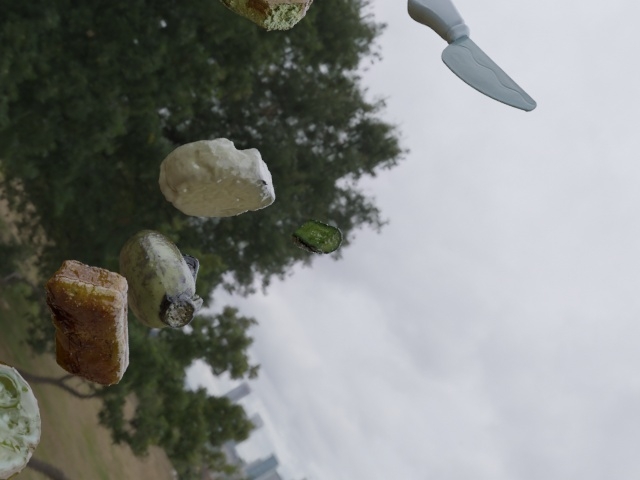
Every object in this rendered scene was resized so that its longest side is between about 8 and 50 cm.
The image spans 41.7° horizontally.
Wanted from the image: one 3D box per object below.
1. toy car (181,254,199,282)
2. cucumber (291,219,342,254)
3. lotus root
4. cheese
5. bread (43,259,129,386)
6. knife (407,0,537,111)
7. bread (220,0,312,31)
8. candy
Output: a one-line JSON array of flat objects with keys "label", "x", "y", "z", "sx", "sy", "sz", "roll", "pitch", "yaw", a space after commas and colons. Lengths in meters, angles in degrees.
[{"label": "toy car", "x": -0.352, "y": 0.104, "z": 2.154, "sx": 0.055, "sy": 0.069, "sz": 0.142, "roll": 145, "pitch": -46, "yaw": -76}, {"label": "cucumber", "x": 0.000, "y": 0.003, "z": 1.972, "sx": 0.062, "sy": 0.078, "sz": 0.211, "roll": 51, "pitch": -9, "yaw": -19}, {"label": "lotus root", "x": -0.385, "y": 0.079, "z": 1.939, "sx": 0.309, "sy": 0.173, "sz": 0.173, "roll": 51, "pitch": -15, "yaw": 47}, {"label": "cheese", "x": -0.273, "y": -0.165, "z": 2.299, "sx": 0.318, "sy": 0.326, "sz": 0.115, "roll": -37, "pitch": -125, "yaw": 53}, {"label": "bread", "x": -0.392, "y": 0.145, "z": 1.412, "sx": 0.271, "sy": 0.139, "sz": 0.077, "roll": 107, "pitch": -1, "yaw": -48}, {"label": "knife", "x": 0.224, "y": -0.300, "z": 1.327, "sx": 0.044, "sy": 0.080, "sz": 0.331, "roll": 86, "pitch": -19, "yaw": -51}, {"label": "bread", "x": -0.081, "y": -0.389, "z": 1.294, "sx": 0.140, "sy": 0.128, "sz": 0.069, "roll": 30, "pitch": -32, "yaw": -10}, {"label": "candy", "x": -0.651, "y": 0.343, "z": 1.574, "sx": 0.118, "sy": 0.260, "sz": 0.260, "roll": -36, "pitch": -99, "yaw": 34}]
